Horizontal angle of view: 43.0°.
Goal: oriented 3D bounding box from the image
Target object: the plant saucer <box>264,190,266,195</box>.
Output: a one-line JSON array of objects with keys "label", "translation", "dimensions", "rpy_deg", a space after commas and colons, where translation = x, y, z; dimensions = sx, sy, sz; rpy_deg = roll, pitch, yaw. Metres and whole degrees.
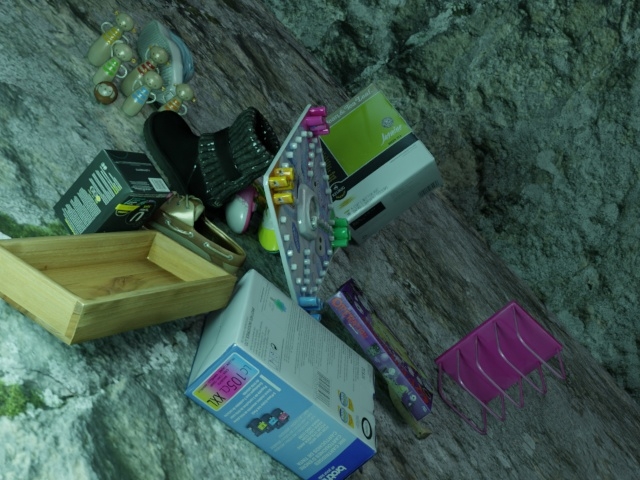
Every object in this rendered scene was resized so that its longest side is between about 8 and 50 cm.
[{"label": "plant saucer", "translation": [-0.115, -0.108, 2.230], "dimensions": [0.119, 0.021, 0.119], "rpy_deg": [40, 23, -20]}]

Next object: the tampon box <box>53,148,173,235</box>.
[{"label": "tampon box", "translation": [-0.376, -0.072, 1.474], "dimensions": [0.101, 0.161, 0.120], "rpy_deg": [53, 23, 15]}]

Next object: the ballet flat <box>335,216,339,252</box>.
[{"label": "ballet flat", "translation": [0.000, 0.000, 2.156], "dimensions": [0.106, 0.107, 0.316], "rpy_deg": [66, 23, -1]}]

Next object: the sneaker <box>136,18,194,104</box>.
[{"label": "sneaker", "translation": [-0.391, -0.468, 2.188], "dimensions": [0.150, 0.135, 0.366], "rpy_deg": [27, 30, -36]}]

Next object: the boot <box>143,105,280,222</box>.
[{"label": "boot", "translation": [-0.246, -0.232, 1.866], "dimensions": [0.131, 0.260, 0.348], "rpy_deg": [12, 41, -56]}]

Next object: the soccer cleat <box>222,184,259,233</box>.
[{"label": "soccer cleat", "translation": [-0.231, -0.137, 1.974], "dimensions": [0.143, 0.116, 0.331], "rpy_deg": [12, 37, -16]}]

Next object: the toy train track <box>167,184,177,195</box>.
[{"label": "toy train track", "translation": [-0.327, -0.092, 1.793], "dimensions": [0.048, 0.014, 0.083], "rpy_deg": [-6, 61, -43]}]

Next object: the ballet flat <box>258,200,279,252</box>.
[{"label": "ballet flat", "translation": [-0.117, -0.062, 2.035], "dimensions": [0.231, 0.077, 0.077], "rpy_deg": [-86, 172, -55]}]

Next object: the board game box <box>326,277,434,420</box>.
[{"label": "board game box", "translation": [0.150, 0.253, 1.948], "dimensions": [0.347, 0.056, 0.208], "rpy_deg": [53, 16, 1]}]

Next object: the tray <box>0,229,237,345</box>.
[{"label": "tray", "translation": [-0.333, 0.064, 1.344], "dimensions": [0.202, 0.076, 0.411], "rpy_deg": [28, 13, 21]}]

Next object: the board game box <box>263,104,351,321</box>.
[{"label": "board game box", "translation": [-0.016, -0.065, 1.896], "dimensions": [0.390, 0.050, 0.390], "rpy_deg": [-66, 149, -54]}]

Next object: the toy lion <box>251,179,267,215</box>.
[{"label": "toy lion", "translation": [-0.159, -0.108, 2.139], "dimensions": [0.096, 0.034, 0.100], "rpy_deg": [47, 19, -20]}]

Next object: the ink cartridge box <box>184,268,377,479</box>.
[{"label": "ink cartridge box", "translation": [-0.038, 0.276, 1.515], "dimensions": [0.395, 0.151, 0.270], "rpy_deg": [39, 22, -16]}]

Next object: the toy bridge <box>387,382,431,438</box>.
[{"label": "toy bridge", "translation": [0.197, 0.386, 1.940], "dimensions": [0.063, 0.026, 0.188], "rpy_deg": [21, 32, -49]}]

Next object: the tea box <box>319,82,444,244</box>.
[{"label": "tea box", "translation": [0.135, -0.225, 2.426], "dimensions": [0.324, 0.329, 0.220], "rpy_deg": [57, 5, 22]}]

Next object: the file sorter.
[{"label": "file sorter", "translation": [0.483, 0.352, 2.189], "dimensions": [0.202, 0.290, 0.182], "rpy_deg": [42, 24, -13]}]

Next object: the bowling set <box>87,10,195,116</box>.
[{"label": "bowling set", "translation": [-0.437, -0.388, 1.927], "dimensions": [0.287, 0.154, 0.200], "rpy_deg": [41, 21, -14]}]

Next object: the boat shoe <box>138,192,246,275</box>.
[{"label": "boat shoe", "translation": [-0.282, -0.041, 1.653], "dimensions": [0.324, 0.120, 0.122], "rpy_deg": [43, 21, -11]}]
